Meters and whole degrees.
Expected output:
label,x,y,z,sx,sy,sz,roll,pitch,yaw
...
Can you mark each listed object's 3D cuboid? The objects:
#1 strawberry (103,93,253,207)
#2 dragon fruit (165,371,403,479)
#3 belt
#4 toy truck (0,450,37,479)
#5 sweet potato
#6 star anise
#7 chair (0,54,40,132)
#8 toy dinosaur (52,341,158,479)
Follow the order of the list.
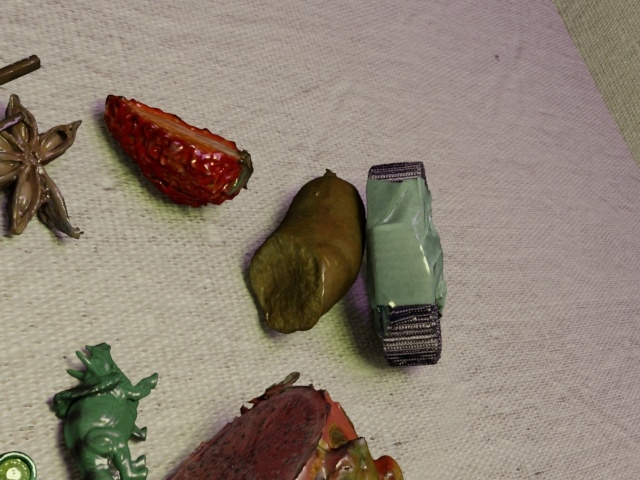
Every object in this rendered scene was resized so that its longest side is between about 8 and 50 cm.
label,x,y,z,sx,sy,sz,roll,pitch,yaw
strawberry,-0.219,-0.119,1.300,0.236,0.111,0.190,26,13,1
dragon fruit,-0.035,0.353,0.997,0.314,0.296,0.263,-43,107,-16
belt,0.136,0.035,1.416,0.260,0.122,0.325,41,46,-77
toy truck,-0.363,0.252,0.870,0.259,0.128,0.135,43,54,-13
sweet potato,0.000,0.000,1.389,0.158,0.157,0.370,45,35,-10
star anise,-0.391,-0.097,1.147,0.171,0.063,0.208,11,58,-35
chair,-0.488,-0.141,0.990,0.186,0.160,0.319,44,52,2
toy dinosaur,-0.228,0.237,1.027,0.120,0.079,0.292,-1,47,-37
